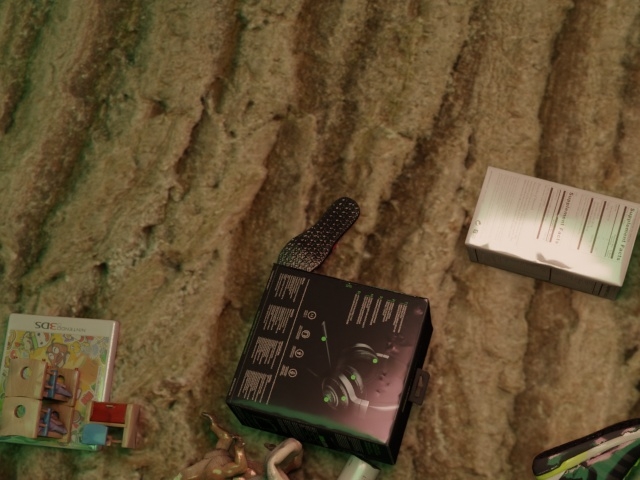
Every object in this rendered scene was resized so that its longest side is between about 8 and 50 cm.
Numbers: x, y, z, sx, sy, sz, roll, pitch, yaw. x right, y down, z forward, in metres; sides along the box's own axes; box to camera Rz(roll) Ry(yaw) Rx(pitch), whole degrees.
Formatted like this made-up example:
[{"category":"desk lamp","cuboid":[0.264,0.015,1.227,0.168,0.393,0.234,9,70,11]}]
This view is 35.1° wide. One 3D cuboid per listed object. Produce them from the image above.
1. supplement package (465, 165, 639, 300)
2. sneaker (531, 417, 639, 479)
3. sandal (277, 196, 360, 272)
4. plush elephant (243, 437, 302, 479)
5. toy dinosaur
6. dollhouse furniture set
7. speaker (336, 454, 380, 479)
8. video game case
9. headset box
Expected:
[{"category":"supplement package","cuboid":[0.367,-0.010,1.597,0.244,0.139,0.133,16,81,14]},{"category":"sneaker","cuboid":[0.436,0.340,1.533,0.235,0.084,0.097,-22,84,7]},{"category":"sandal","cuboid":[0.000,0.000,1.730,0.067,0.040,0.179,42,73,13]},{"category":"plush elephant","cuboid":[-0.059,0.450,1.460,0.272,0.255,0.330,-43,109,9]},{"category":"toy dinosaur","cuboid":[-0.133,0.404,1.618,0.296,0.127,0.200,17,91,-1]},{"category":"dollhouse furniture set","cuboid":[-0.407,0.268,1.669,0.184,0.129,0.128,2,76,14]},{"category":"speaker","cuboid":[0.040,0.410,1.606,0.055,0.055,0.136,28,84,17]},{"category":"video game case","cuboid":[-0.465,0.245,1.770,0.206,0.026,0.226,3,77,13]},{"category":"headset box","cuboid":[0.030,0.196,1.599,0.283,0.131,0.246,11,66,14]}]
